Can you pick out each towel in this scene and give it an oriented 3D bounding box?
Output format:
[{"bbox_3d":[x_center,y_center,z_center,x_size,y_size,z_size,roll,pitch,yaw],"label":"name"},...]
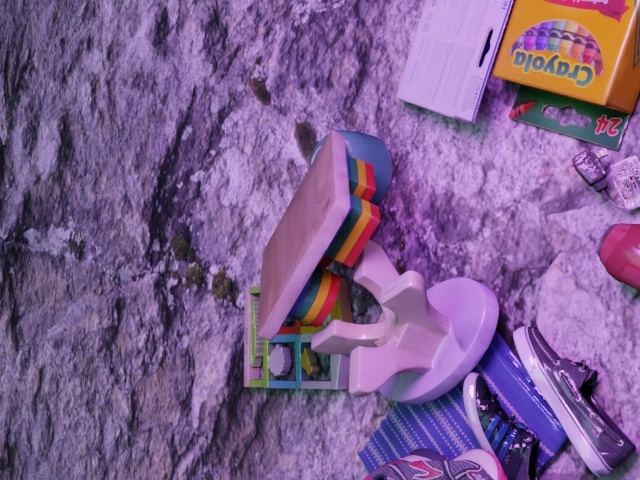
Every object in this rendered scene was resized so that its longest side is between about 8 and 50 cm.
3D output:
[{"bbox_3d":[0.209,0.304,1.463,0.243,0.040,0.336,53,123,33],"label":"towel"}]

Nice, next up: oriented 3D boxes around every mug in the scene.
[{"bbox_3d":[0.045,-0.108,1.633,0.129,0.097,0.158,-31,63,40],"label":"mug"}]

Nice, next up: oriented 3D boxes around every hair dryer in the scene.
[{"bbox_3d":[0.446,-0.031,1.212,0.223,0.080,0.293,-29,70,35],"label":"hair dryer"}]

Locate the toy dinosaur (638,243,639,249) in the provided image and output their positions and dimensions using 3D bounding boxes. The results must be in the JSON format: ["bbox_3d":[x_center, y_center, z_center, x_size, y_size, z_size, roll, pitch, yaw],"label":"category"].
[{"bbox_3d":[0.475,-0.020,1.156,0.183,0.053,0.093,-3,92,24],"label":"toy dinosaur"}]

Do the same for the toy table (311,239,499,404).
[{"bbox_3d":[0.115,0.134,1.439,0.274,0.161,0.252,-48,31,37],"label":"toy table"}]

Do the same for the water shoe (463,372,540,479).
[{"bbox_3d":[0.264,0.273,1.344,0.080,0.073,0.203,-24,78,24],"label":"water shoe"}]

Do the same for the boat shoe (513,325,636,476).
[{"bbox_3d":[0.343,0.201,1.303,0.076,0.080,0.228,-37,55,17],"label":"boat shoe"}]

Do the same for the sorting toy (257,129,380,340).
[{"bbox_3d":[0.000,0.000,1.498,0.255,0.089,0.257,-60,15,26],"label":"sorting toy"}]

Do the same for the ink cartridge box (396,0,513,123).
[{"bbox_3d":[0.219,-0.299,1.480,0.224,0.045,0.223,35,111,58],"label":"ink cartridge box"}]

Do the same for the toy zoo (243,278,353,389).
[{"bbox_3d":[-0.033,0.168,1.731,0.293,0.030,0.192,-9,79,45],"label":"toy zoo"}]

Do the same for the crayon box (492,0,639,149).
[{"bbox_3d":[0.364,-0.304,1.334,0.202,0.081,0.319,25,104,45],"label":"crayon box"}]

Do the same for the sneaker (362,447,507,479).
[{"bbox_3d":[0.164,0.360,1.342,0.299,0.112,0.121,-24,80,62],"label":"sneaker"}]
